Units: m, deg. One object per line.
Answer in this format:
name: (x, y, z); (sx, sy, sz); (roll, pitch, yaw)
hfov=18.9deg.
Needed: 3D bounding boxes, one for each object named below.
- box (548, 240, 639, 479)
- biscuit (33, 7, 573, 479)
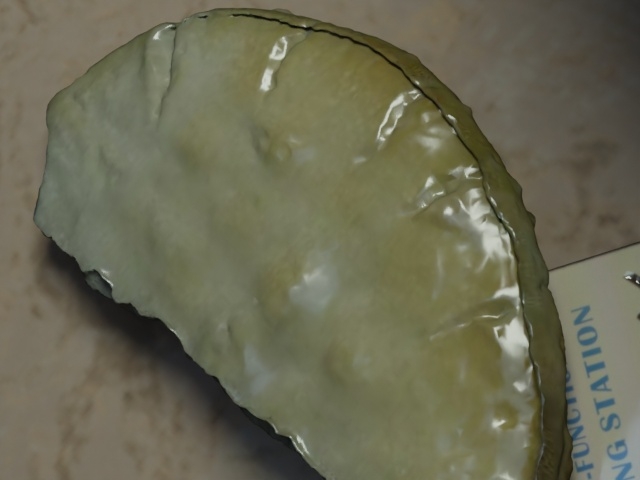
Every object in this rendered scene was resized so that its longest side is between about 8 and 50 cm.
box: (0.152, 0.051, 0.617); (0.247, 0.033, 0.129); (-19, 70, 16)
biscuit: (-0.001, 0.000, 0.666); (0.290, 0.038, 0.141); (43, 103, 33)
